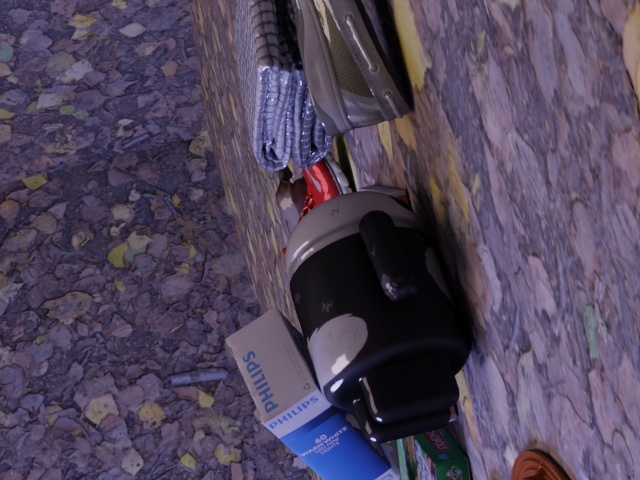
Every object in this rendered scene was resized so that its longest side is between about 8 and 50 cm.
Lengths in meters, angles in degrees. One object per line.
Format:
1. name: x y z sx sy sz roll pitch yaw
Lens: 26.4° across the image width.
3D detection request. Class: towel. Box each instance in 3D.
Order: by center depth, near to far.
1. towel: -0.046 -0.261 1.866 0.283 0.121 0.235 99 163 -61

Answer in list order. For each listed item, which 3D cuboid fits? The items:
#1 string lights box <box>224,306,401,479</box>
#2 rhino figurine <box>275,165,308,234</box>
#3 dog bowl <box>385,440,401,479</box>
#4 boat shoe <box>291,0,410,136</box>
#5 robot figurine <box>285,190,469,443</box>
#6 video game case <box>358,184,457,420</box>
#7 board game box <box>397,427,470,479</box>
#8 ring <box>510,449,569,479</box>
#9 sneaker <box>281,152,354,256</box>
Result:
1. string lights box: -0.006 0.202 1.618 0.259 0.077 0.133 51 -172 -50
2. rhino figurine: 0.000 0.000 2.102 0.106 0.073 0.243 -84 -31 -68
3. dog bowl: 0.085 0.414 2.195 0.349 0.102 0.348 167 90 -82
4. boat shoe: 0.021 -0.278 1.500 0.118 0.103 0.320 29 -130 -74
5. robot figurine: 0.065 0.078 1.507 0.209 0.173 0.278 -39 56 33
6. video game case: 0.107 0.073 1.713 0.204 0.025 0.285 -154 50 -80
7. board game box: 0.157 0.394 1.766 0.213 0.046 0.317 -131 32 -74
8. ring: 0.236 0.365 1.293 0.336 0.032 0.336 167 90 -82
9. sneaker: -0.002 -0.011 1.993 0.107 0.118 0.279 -144 40 -77
